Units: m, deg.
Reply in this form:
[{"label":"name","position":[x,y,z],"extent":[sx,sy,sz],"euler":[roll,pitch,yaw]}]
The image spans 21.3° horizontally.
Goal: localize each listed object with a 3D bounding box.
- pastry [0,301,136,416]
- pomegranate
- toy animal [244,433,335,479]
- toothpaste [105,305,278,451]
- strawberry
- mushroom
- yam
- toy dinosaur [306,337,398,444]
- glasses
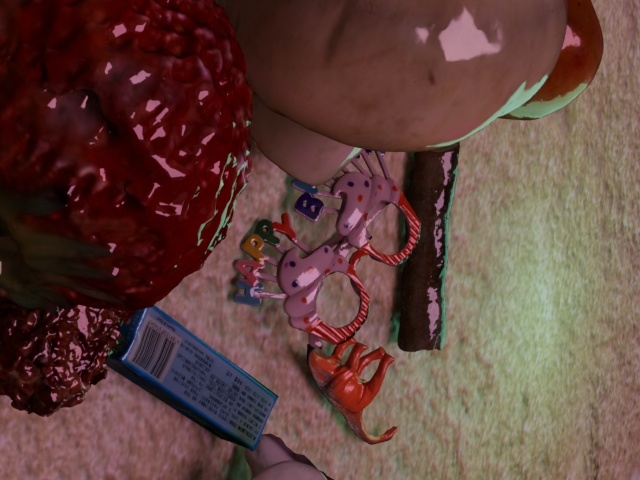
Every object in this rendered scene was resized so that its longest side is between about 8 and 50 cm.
[{"label":"pastry","position":[-0.217,0.045,1.447],"extent":[0.115,0.097,0.208],"euler":[41,69,-50]},{"label":"pomegranate","position":[0.233,-0.231,1.975],"extent":[0.191,0.191,0.191],"euler":[-26,122,-51]},{"label":"toy animal","position":[-0.056,0.360,1.738],"extent":[0.289,0.174,0.249],"euler":[-58,142,-29]},{"label":"toothpaste","position":[-0.130,0.132,1.656],"extent":[0.267,0.050,0.065],"euler":[43,64,-54]},{"label":"strawberry","position":[-0.186,-0.106,1.280],"extent":[0.292,0.292,0.310],"euler":[46,51,-53]},{"label":"mushroom","position":[0.032,-0.218,1.550],"extent":[0.325,0.353,0.353],"euler":[3,99,-73]},{"label":"yam","position":[0.126,0.006,2.000],"extent":[0.061,0.061,0.252],"euler":[-14,112,-55]},{"label":"toy dinosaur","position":[0.041,0.162,1.925],"extent":[0.101,0.055,0.279],"euler":[-49,140,2]},{"label":"glasses","position":[-0.001,-0.005,1.806],"extent":[0.162,0.095,0.255],"euler":[45,61,-22]}]
